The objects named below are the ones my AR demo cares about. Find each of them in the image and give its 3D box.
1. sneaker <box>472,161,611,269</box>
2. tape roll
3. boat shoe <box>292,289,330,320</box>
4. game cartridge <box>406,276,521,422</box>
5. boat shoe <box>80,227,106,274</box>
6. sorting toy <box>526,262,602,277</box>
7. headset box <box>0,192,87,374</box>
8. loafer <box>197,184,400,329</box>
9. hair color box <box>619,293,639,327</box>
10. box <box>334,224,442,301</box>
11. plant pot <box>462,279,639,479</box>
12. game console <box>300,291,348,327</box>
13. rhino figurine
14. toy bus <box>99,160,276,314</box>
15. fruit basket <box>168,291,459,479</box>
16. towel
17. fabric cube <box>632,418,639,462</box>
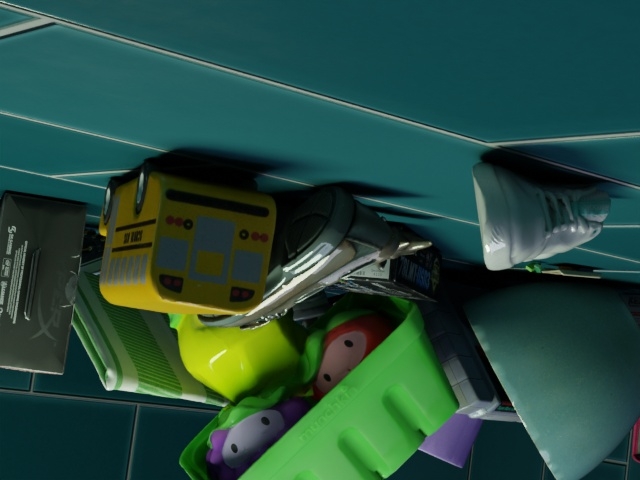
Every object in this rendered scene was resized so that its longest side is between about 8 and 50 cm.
[{"bbox_3d":[0.169,-0.021,1.009,0.094,0.080,0.212,-6,178,16],"label":"sneaker"},{"bbox_3d":[0.110,0.254,2.072,0.275,0.090,0.275,23,174,3],"label":"tape roll"},{"bbox_3d":[-0.097,0.058,2.095,0.118,0.103,0.320,-11,-169,-30],"label":"boat shoe"},{"bbox_3d":[0.246,0.168,2.077,0.068,0.230,0.355,-36,158,18],"label":"game cartridge"},{"bbox_3d":[-0.338,0.007,2.020,0.183,0.083,0.065,-20,175,-1],"label":"boat shoe"},{"bbox_3d":[0.301,0.037,1.678,0.083,0.012,0.062,5,180,-15],"label":"sorting toy"},{"bbox_3d":[-0.384,0.059,1.765,0.110,0.218,0.293,9,175,-16],"label":"headset box"},{"bbox_3d":[-0.027,0.036,1.304,0.084,0.096,0.267,27,146,-22],"label":"loafer"},{"bbox_3d":[0.467,0.151,1.961,0.043,0.141,0.072,12,173,-41],"label":"hair color box"},{"bbox_3d":[-0.021,0.019,1.623,0.293,0.073,0.295,7,175,16],"label":"box"},{"bbox_3d":[0.350,0.168,1.858,0.195,0.290,0.290,-29,169,7],"label":"plant pot"},{"bbox_3d":[-0.077,0.168,2.732,0.361,0.044,0.213,-16,179,3],"label":"game console"},{"bbox_3d":[0.000,0.000,1.396,0.243,0.073,0.106,4,177,22],"label":"rhino figurine"},{"bbox_3d":[-0.139,0.002,1.292,0.108,0.130,0.333,9,174,-18],"label":"toy bus"},{"bbox_3d":[-0.055,0.175,1.807,0.392,0.392,0.283,9,-178,-18],"label":"fruit basket"},{"bbox_3d":[-0.232,0.156,1.992,0.325,0.038,0.248,20,-154,-47],"label":"towel"},{"bbox_3d":[0.716,0.276,2.329,0.258,0.259,0.254,8,174,-10],"label":"fabric cube"}]
